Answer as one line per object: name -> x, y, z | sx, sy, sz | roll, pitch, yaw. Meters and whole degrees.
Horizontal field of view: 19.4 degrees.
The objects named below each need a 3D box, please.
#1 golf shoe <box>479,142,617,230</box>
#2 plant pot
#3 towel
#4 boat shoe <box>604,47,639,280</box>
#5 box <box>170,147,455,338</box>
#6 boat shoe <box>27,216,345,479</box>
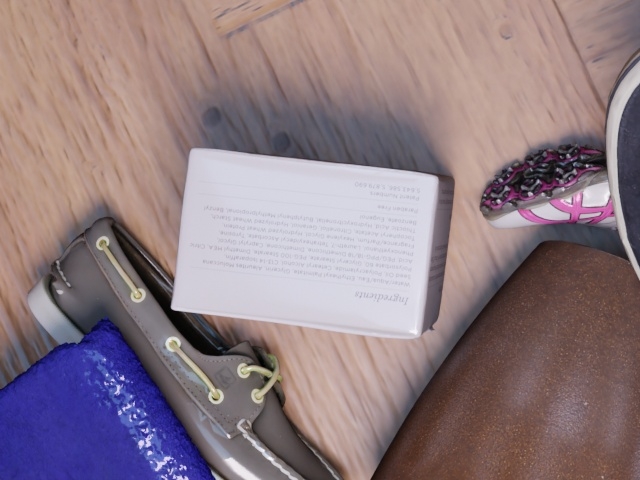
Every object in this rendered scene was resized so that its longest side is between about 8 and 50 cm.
golf shoe -> 0.211, -0.032, 1.405 | 0.186, 0.067, 0.086 | -15, 121, 23
plant pot -> 0.170, 0.126, 1.363 | 0.215, 0.215, 0.230 | 22, 80, 7
towel -> -0.147, 0.233, 1.400 | 0.228, 0.076, 0.308 | -33, 89, 28
boat shoe -> 0.342, 0.082, 1.278 | 0.187, 0.156, 0.500 | -23, 107, 5
box -> 0.000, 0.000, 1.378 | 0.182, 0.181, 0.119 | 7, 92, 8
boat shoe -> -0.087, 0.107, 1.431 | 0.305, 0.109, 0.091 | 41, 101, 9
